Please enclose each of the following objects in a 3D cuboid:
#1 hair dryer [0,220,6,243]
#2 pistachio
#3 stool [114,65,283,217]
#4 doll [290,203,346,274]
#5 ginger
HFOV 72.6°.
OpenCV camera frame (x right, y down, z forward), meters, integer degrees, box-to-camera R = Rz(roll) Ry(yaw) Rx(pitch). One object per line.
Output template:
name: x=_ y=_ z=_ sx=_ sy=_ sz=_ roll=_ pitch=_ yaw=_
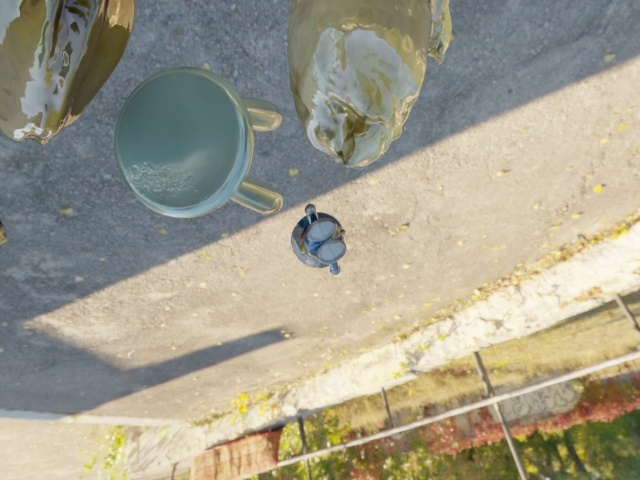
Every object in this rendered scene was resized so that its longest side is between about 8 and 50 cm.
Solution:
hair dryer: x=-0.368 y=0.052 z=0.299 sx=0.278 sy=0.135 sz=0.090 roll=-34 pitch=172 yaw=-39
pistachio: x=-0.289 y=-0.229 z=0.439 sx=0.162 sy=0.213 sz=0.260 roll=8 pitch=141 yaw=-47
stool: x=-0.166 y=-0.132 z=0.650 sx=0.195 sy=0.195 sz=0.198 roll=0 pitch=-177 yaw=9
doll: x=0.000 y=0.000 z=0.652 sx=0.085 sy=0.114 sz=0.152 roll=-24 pitch=-175 yaw=-6
ginger: x=0.040 y=-0.181 z=0.384 sx=0.152 sy=0.267 sz=0.138 roll=26 pitch=154 yaw=-1
